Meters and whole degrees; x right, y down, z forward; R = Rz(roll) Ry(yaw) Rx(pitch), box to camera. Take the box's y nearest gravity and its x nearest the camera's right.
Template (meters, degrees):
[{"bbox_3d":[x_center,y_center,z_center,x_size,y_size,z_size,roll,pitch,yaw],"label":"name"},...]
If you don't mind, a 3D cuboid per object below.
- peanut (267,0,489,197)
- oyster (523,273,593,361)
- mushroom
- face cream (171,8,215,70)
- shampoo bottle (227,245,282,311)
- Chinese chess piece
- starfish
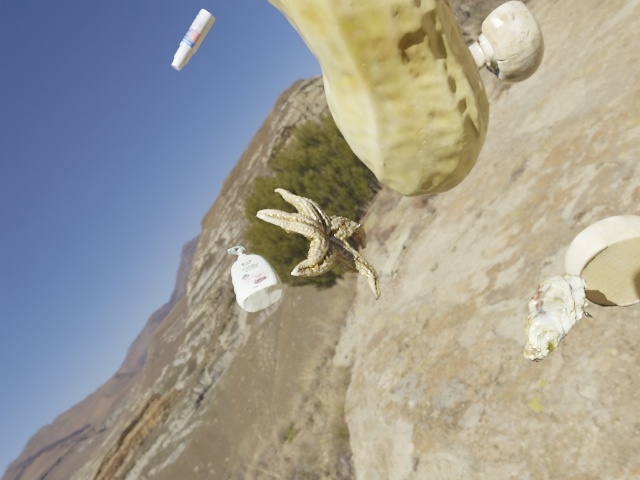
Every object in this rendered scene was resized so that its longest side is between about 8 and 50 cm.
[{"bbox_3d":[0.047,-0.171,0.435,0.147,0.305,0.147,-25,33,17],"label":"peanut"},{"bbox_3d":[0.517,0.157,1.125,0.201,0.107,0.354,-52,-12,19],"label":"oyster"},{"bbox_3d":[0.536,-0.540,1.425,0.195,0.189,0.254,-33,-17,12],"label":"mushroom"},{"bbox_3d":[-0.264,-0.409,1.019,0.130,0.034,0.034,-57,5,3],"label":"face cream"},{"bbox_3d":[-0.118,0.054,0.847,0.077,0.045,0.152,-25,36,-7],"label":"shampoo bottle"},{"bbox_3d":[0.754,0.055,1.252,0.250,0.250,0.103,-49,23,31],"label":"Chinese chess piece"},{"bbox_3d":[0.000,0.000,0.856,0.236,0.277,0.062,-23,-21,-52],"label":"starfish"}]
